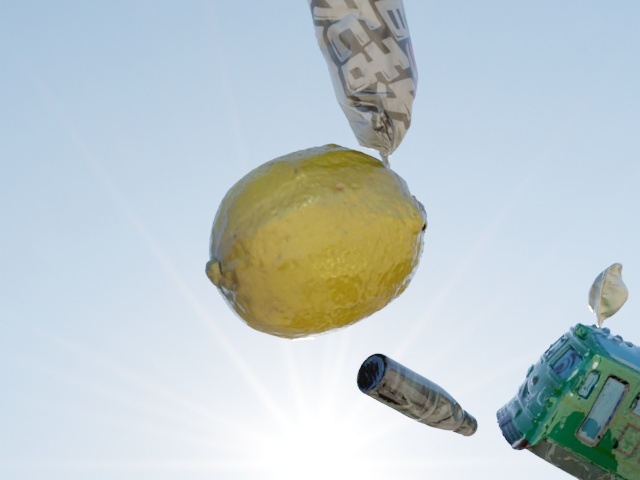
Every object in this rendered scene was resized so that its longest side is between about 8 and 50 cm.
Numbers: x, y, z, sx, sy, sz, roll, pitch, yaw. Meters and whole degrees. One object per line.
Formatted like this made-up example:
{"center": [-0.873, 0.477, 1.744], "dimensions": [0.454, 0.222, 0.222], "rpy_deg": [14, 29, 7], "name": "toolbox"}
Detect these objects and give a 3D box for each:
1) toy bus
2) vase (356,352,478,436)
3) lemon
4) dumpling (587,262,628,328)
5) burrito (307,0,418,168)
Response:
{"center": [0.435, 0.257, 1.358], "dimensions": [0.343, 0.183, 0.199], "rpy_deg": [28, -80, -4], "name": "toy bus"}
{"center": [0.138, 0.216, 1.341], "dimensions": [0.060, 0.060, 0.211], "rpy_deg": [-39, -52, 25], "name": "vase"}
{"center": [0.000, 0.000, 1.298], "dimensions": [0.319, 0.245, 0.245], "rpy_deg": [-18, -35, -21], "name": "lemon"}
{"center": [0.334, 0.059, 1.168], "dimensions": [0.077, 0.043, 0.059], "rpy_deg": [-47, -31, -1], "name": "dumpling"}
{"center": [0.057, -0.305, 1.395], "dimensions": [0.139, 0.446, 0.101], "rpy_deg": [-15, -5, -8], "name": "burrito"}
